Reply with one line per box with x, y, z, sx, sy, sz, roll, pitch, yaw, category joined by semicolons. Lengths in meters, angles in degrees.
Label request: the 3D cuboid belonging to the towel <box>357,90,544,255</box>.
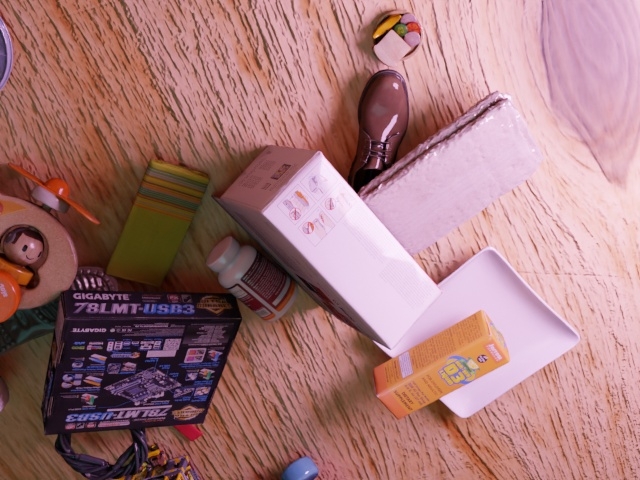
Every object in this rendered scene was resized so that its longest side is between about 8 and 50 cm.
0.205;-0.100;1.300;0.282;0.049;0.187;-35;138;9;towel

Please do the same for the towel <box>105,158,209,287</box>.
-0.275;-0.026;1.391;0.102;0.021;0.237;18;119;-21;towel

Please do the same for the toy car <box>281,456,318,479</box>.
-0.014;0.589;1.689;0.210;0.219;0.238;-38;155;-2;toy car

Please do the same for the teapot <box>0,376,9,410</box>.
-0.687;0.275;1.439;0.256;0.252;0.187;-35;102;5;teapot

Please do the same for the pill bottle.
-0.117;0.063;1.415;0.086;0.086;0.152;-40;113;20;pill bottle

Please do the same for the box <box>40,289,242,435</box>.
-0.313;0.213;1.434;0.296;0.073;0.293;2;132;-25;box

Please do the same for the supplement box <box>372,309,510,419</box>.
0.210;0.219;1.460;0.233;0.080;0.078;-33;117;15;supplement box

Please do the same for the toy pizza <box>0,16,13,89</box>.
-0.559;-0.295;1.238;0.201;0.032;0.201;-1;120;-1;toy pizza

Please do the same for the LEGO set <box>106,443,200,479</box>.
-0.312;0.593;1.630;0.255;0.192;0.331;-11;111;10;LEGO set

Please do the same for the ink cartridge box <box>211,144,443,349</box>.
0.000;0.000;1.328;0.130;0.272;0.309;-47;114;-10;ink cartridge box

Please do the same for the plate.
0.277;0.166;1.500;0.277;0.045;0.278;-40;112;19;plate

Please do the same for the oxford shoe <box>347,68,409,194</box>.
0.094;-0.151;1.290;0.083;0.096;0.227;6;118;-2;oxford shoe

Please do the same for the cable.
-0.419;0.386;1.592;0.185;0.047;0.150;-10;96;7;cable

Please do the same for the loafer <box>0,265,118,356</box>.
-0.481;0.117;1.443;0.269;0.092;0.101;-23;99;-6;loafer

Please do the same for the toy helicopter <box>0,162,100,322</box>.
-0.507;-0.060;1.300;0.235;0.140;0.355;-33;100;-3;toy helicopter

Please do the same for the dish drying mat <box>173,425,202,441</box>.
-0.271;0.363;1.630;0.032;0.008;0.083;-36;115;19;dish drying mat

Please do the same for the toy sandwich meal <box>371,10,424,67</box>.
0.114;-0.301;1.240;0.086;0.029;0.085;0;120;0;toy sandwich meal
